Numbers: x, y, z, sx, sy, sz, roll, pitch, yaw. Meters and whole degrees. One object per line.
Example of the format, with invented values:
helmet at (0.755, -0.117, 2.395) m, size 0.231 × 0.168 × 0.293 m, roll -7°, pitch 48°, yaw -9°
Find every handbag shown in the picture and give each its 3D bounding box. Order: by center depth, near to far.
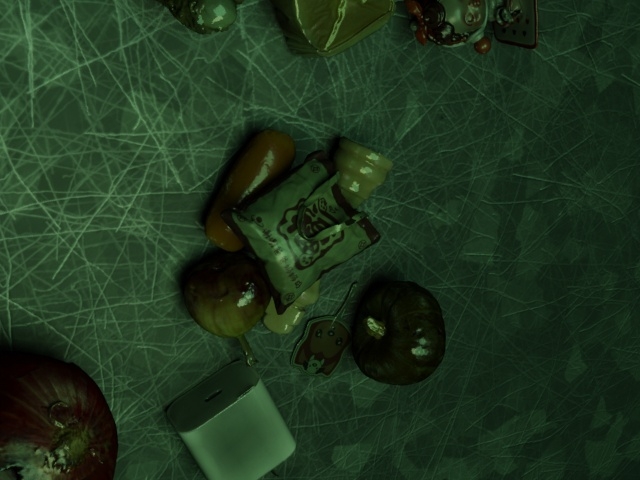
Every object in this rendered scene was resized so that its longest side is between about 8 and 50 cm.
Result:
handbag at (-0.034, -0.020, 1.612) m, size 0.235 × 0.127 × 0.213 m, roll -36°, pitch 103°, yaw -17°

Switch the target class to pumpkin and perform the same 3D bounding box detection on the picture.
pumpkin at (0.150, 0.183, 1.835) m, size 0.162 × 0.219 × 0.218 m, roll 18°, pitch 97°, yaw -35°

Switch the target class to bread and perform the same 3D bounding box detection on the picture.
bread at (0.015, -0.433, 1.607) m, size 0.210 × 0.110 × 0.192 m, roll -36°, pitch 127°, yaw -14°

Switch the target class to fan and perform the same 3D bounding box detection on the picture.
fan at (0.025, 0.183, 1.885) m, size 0.132 × 0.009 × 0.219 m, roll 24°, pitch 95°, yaw -36°

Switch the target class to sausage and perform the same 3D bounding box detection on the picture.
sausage at (-0.128, -0.095, 1.654) m, size 0.098 × 0.098 × 0.238 m, roll 28°, pitch 94°, yaw -34°

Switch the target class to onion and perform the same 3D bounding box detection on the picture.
onion at (-0.478, 0.334, 1.477) m, size 0.341 × 0.341 × 0.341 m, roll -10°, pitch 111°, yaw -27°

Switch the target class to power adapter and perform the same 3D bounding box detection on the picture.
power adapter at (-0.158, 0.387, 1.785) m, size 0.187 × 0.124 × 0.255 m, roll -33°, pitch 121°, yaw -14°

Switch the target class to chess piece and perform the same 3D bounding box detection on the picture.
chess piece at (0.000, 0.000, 1.752) m, size 0.117 × 0.117 × 0.397 m, roll 24°, pitch 96°, yaw -34°

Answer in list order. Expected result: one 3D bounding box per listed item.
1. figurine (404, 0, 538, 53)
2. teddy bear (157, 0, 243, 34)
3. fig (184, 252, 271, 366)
figurine at (0.271, -0.440, 1.737) m, size 0.226 × 0.160 × 0.183 m, roll -14°, pitch 112°, yaw -16°
teddy bear at (-0.181, -0.475, 1.455) m, size 0.256 × 0.156 × 0.267 m, roll -44°, pitch 93°, yaw -5°
fig at (-0.164, 0.139, 1.670) m, size 0.160 × 0.143 × 0.230 m, roll 0°, pitch 101°, yaw 11°
